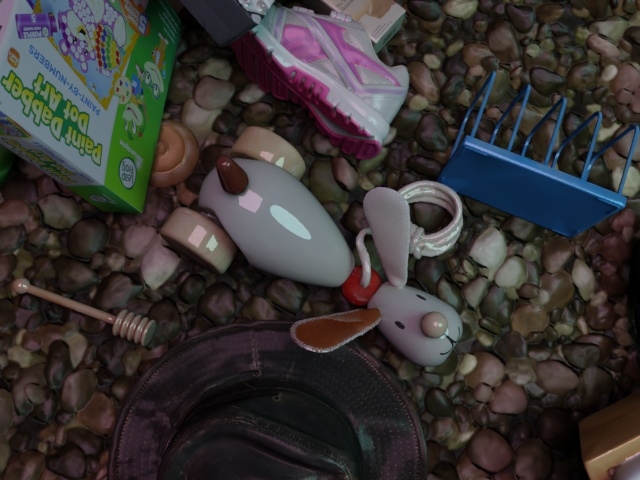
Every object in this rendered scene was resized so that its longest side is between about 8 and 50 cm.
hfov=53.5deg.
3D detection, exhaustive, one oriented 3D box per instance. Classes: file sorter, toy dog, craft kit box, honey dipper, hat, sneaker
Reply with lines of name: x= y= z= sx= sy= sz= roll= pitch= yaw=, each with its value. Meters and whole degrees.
file sorter: x=0.233 y=-0.093 z=0.693 sx=0.170 sy=0.118 sz=0.105 roll=21 pitch=74 yaw=2
toy dog: x=0.000 y=0.000 z=0.638 sx=0.333 sy=0.161 sz=0.220 roll=13 pitch=78 yaw=0
craft kit box: x=-0.227 y=-0.182 z=0.611 sx=0.060 sy=0.250 sz=0.247 roll=6 pitch=74 yaw=14
honey dipper: x=-0.255 y=0.071 z=0.681 sx=0.160 sy=0.030 sz=0.031 roll=21 pitch=78 yaw=5
hat: x=-0.052 y=0.220 z=0.606 sx=0.331 sy=0.134 sz=0.332 roll=0 pitch=77 yaw=-2
sneaker: x=-0.005 y=-0.209 z=0.720 sx=0.252 sy=0.103 sz=0.111 roll=41 pitch=75 yaw=-1

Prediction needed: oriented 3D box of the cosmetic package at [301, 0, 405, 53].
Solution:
cosmetic package: x=0.038 y=-0.280 z=0.759 sx=0.115 sy=0.041 sz=0.060 roll=39 pitch=80 yaw=5

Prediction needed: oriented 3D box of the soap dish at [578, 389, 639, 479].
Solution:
soap dish: x=0.398 y=0.211 z=0.584 sx=0.290 sy=0.118 sz=0.229 roll=-28 pitch=105 yaw=2

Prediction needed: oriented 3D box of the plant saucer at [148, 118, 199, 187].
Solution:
plant saucer: x=-0.181 y=-0.102 z=0.726 sx=0.083 sy=0.015 sz=0.084 roll=1 pitch=78 yaw=-2

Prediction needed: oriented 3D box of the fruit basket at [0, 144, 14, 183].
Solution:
fruit basket: x=-0.458 y=-0.250 z=0.660 sx=0.391 sy=0.282 sz=0.393 roll=-11 pitch=73 yaw=39

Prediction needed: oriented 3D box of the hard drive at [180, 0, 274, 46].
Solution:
hard drive: x=-0.095 y=-0.388 z=0.638 sx=0.237 sy=0.064 sz=0.339 roll=47 pitch=47 yaw=-29

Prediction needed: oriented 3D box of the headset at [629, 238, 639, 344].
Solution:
headset: x=0.449 y=0.010 z=0.693 sx=0.243 sy=0.185 sz=0.395 roll=-11 pitch=94 yaw=-1
